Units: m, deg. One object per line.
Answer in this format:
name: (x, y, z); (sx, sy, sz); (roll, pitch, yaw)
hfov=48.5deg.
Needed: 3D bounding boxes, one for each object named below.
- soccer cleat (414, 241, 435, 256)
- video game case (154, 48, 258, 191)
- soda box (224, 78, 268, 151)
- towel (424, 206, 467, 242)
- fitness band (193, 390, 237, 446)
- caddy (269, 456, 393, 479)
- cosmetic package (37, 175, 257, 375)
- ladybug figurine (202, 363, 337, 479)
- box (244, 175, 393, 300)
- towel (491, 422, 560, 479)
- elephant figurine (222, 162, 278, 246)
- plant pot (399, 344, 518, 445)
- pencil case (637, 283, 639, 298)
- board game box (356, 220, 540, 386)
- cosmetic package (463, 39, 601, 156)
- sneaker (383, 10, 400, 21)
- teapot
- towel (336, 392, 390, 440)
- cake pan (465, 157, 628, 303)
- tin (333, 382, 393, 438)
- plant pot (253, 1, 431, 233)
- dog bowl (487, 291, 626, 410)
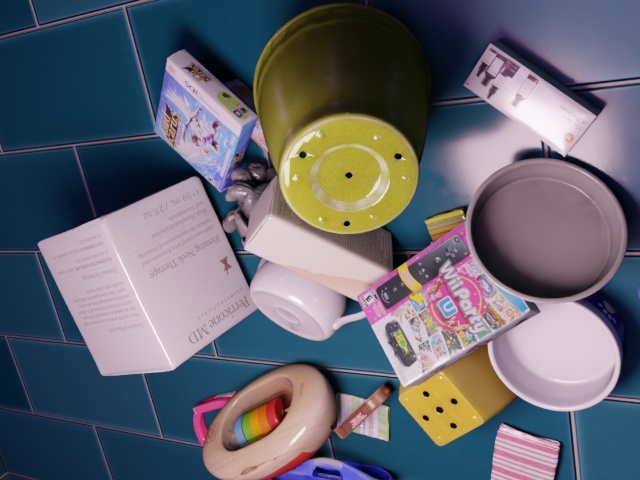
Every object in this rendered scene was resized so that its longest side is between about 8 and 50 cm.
soccer cleat: (0.224, 0.076, 1.610); (0.196, 0.068, 0.076); (-48, 48, 47)
video game case: (-0.284, -0.281, 1.709); (0.244, 0.061, 0.269); (43, 145, 9)
soda box: (-0.161, -0.296, 1.676); (0.183, 0.058, 0.063); (45, 128, 6)
towel: (0.316, 0.046, 1.564); (0.102, 0.021, 0.237); (-16, 103, 41)
fitness band: (-0.272, 0.563, 2.131); (0.291, 0.054, 0.209); (-22, 98, 37)
caddy: (0.026, 0.661, 1.866); (0.341, 0.241, 0.179); (-2, 92, 31)
cosmetic package: (-0.440, 0.094, 1.835); (0.327, 0.329, 0.393); (-14, 103, 42)
ladybug figurine: (-0.128, 0.502, 1.887); (0.449, 0.305, 0.162); (-29, 124, 29)
box: (0.000, 0.000, 1.570); (0.311, 0.148, 0.121); (26, 129, -18)
towel: (0.481, 0.532, 1.676); (0.144, 0.029, 0.197); (14, 120, 26)
elephant figurine: (-0.154, -0.057, 1.740); (0.169, 0.186, 0.239); (6, 131, -7)
plant pot: (0.301, 0.331, 1.594); (0.212, 0.187, 0.212); (49, 126, 3)
pencil case: (0.728, 0.074, 1.259); (0.306, 0.119, 0.133); (-35, 67, 37)
board game box: (0.255, 0.129, 1.455); (0.303, 0.097, 0.224); (-37, 66, 20)
cosmetic package: (0.398, -0.271, 1.346); (0.239, 0.060, 0.099); (38, 126, 12)
sneaker: (0.023, -0.362, 1.485); (0.331, 0.146, 0.122); (-26, 94, 35)
teapot: (-0.029, 0.109, 1.708); (0.256, 0.187, 0.252); (41, 154, -18)
towel: (0.111, 0.466, 1.872); (0.152, 0.023, 0.113); (9, 116, 28)
cake pan: (0.422, -0.015, 1.343); (0.293, 0.293, 0.054); (30, 165, 17)
tin: (0.109, 0.431, 1.792); (0.040, 0.106, 0.189); (45, 112, 8)
plant pot: (0.048, -0.203, 1.321); (0.367, 0.353, 0.366); (-1, 127, -1)
dog bowl: (0.491, 0.214, 1.477); (0.265, 0.104, 0.264); (13, 117, 26)
